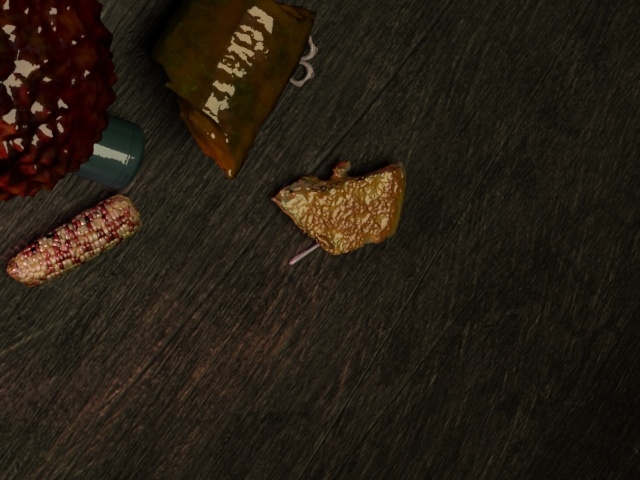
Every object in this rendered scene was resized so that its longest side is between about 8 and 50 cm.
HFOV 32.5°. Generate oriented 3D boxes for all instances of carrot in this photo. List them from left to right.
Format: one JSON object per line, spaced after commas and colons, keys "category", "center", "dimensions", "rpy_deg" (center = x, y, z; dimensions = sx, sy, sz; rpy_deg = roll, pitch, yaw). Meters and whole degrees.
{"category": "carrot", "center": [-0.170, -0.305, 1.907], "dimensions": [0.241, 0.241, 0.341], "rpy_deg": [31, 86, -35]}

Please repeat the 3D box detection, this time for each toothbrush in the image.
{"category": "toothbrush", "center": [0.000, 0.000, 2.251], "dimensions": [0.162, 0.014, 0.017], "rpy_deg": [-34, 102, -16]}

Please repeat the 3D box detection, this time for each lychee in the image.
{"category": "lychee", "center": [-0.522, -0.291, 1.600], "dimensions": [0.424, 0.424, 0.500], "rpy_deg": [-39, 105, -14]}

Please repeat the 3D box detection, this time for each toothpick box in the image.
{"category": "toothpick box", "center": [-0.405, -0.168, 1.885], "dimensions": [0.184, 0.120, 0.120], "rpy_deg": [17, 98, -31]}

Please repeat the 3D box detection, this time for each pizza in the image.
{"category": "pizza", "center": [0.039, -0.068, 2.214], "dimensions": [0.297, 0.071, 0.189], "rpy_deg": [-11, 112, -27]}

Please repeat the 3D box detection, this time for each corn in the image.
{"category": "corn", "center": [-0.435, 0.006, 1.948], "dimensions": [0.253, 0.086, 0.086], "rpy_deg": [-33, 121, -17]}

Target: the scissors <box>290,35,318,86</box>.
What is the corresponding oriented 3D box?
{"category": "scissors", "center": [-0.090, -0.350, 2.074], "dimensions": [0.189, 0.015, 0.100], "rpy_deg": [5, 103, -30]}
